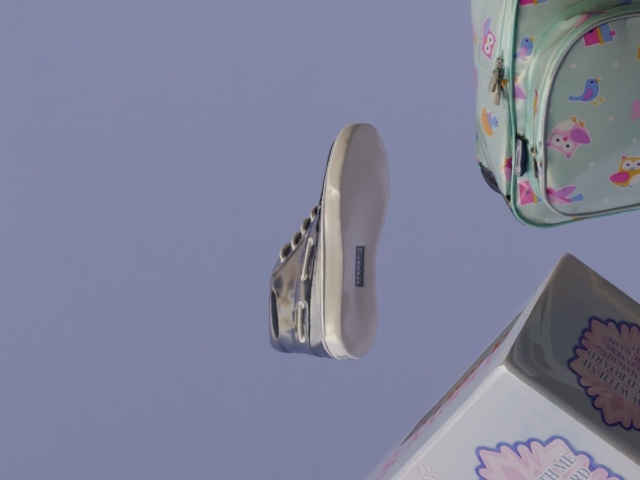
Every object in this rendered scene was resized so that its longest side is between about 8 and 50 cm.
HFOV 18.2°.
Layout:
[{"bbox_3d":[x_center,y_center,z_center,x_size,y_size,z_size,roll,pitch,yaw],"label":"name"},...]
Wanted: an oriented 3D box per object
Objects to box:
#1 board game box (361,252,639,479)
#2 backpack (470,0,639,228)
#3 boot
[{"bbox_3d":[0.140,0.197,0.800,0.318,0.318,0.066,36,-131,1],"label":"board game box"},{"bbox_3d":[0.175,-0.108,1.192,0.166,0.188,0.144,-8,-165,-8],"label":"backpack"},{"bbox_3d":[0.000,0.000,1.594,0.086,0.069,0.190,1,-97,39],"label":"boot"}]
